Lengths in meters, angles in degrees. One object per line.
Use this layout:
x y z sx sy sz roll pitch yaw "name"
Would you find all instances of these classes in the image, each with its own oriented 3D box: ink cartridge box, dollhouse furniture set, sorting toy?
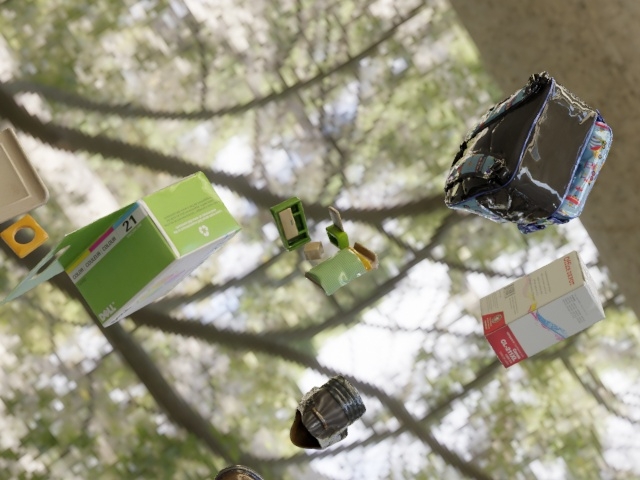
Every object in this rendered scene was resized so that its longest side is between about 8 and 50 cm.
-0.251 0.032 1.863 0.189 0.097 0.255 -39 175 40 "ink cartridge box"
0.000 0.000 1.750 0.076 0.058 0.152 -27 -150 -18 "dollhouse furniture set"
0.340 0.105 2.300 0.175 0.072 0.127 -28 -160 15 "ink cartridge box"
-0.606 -0.092 2.683 0.196 0.347 0.047 -26 153 -14 "sorting toy"

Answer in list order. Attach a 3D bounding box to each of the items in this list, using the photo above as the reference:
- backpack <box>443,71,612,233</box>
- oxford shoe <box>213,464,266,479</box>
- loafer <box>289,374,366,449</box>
0.222 -0.085 1.674 0.173 0.117 0.158 -24 -143 63 "backpack"
-0.065 0.374 1.785 0.083 0.227 0.096 -23 -167 3 "oxford shoe"
-0.007 0.180 1.486 0.061 0.062 0.170 -34 168 -20 "loafer"
